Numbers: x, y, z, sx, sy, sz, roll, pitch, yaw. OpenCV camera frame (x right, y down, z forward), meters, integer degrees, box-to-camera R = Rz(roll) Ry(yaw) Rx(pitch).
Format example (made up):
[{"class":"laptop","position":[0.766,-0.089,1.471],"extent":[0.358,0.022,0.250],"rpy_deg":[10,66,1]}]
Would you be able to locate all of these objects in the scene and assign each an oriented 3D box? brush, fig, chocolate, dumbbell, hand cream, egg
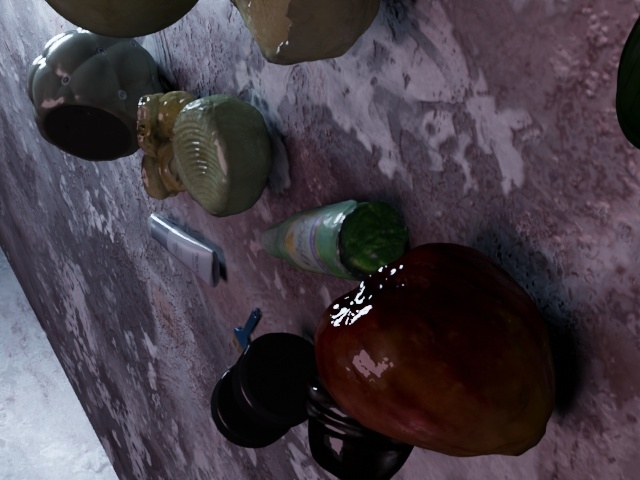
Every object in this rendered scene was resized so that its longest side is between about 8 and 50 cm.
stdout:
[{"class":"brush","position":[-0.137,0.169,1.642],"extent":[0.051,0.014,0.164],"rpy_deg":[58,149,18]},{"class":"fig","position":[0.127,0.117,0.930],"extent":[0.263,0.224,0.224],"rpy_deg":[19,134,10]},{"class":"chocolate","position":[0.000,0.000,1.206],"extent":[0.291,0.110,0.110],"rpy_deg":[1,109,63]},{"class":"dumbbell","position":[-0.090,0.255,1.468],"extent":[0.152,0.153,0.218],"rpy_deg":[63,151,13]},{"class":"hand cream","position":[-0.269,0.013,1.734],"extent":[0.255,0.048,0.079],"rpy_deg":[33,134,47]},{"class":"egg","position":[-0.244,-0.348,1.029],"extent":[0.295,0.218,0.218],"rpy_deg":[13,119,59]}]

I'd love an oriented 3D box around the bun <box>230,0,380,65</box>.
[{"class":"bun","position":[-0.016,-0.323,0.958],"extent":[0.259,0.152,0.259],"rpy_deg":[163,90,-73]}]

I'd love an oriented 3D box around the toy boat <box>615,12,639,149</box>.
[{"class":"toy boat","position":[0.282,-0.146,0.660],"extent":[0.104,0.052,0.210],"rpy_deg":[49,147,29]}]

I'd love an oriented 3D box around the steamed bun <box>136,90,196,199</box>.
[{"class":"steamed bun","position":[-0.238,-0.165,1.486],"extent":[0.192,0.106,0.177],"rpy_deg":[-77,-15,-79]}]

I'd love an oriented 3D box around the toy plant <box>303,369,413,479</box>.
[{"class":"toy plant","position":[0.072,0.194,1.146],"extent":[0.218,0.175,0.235],"rpy_deg":[26,104,60]}]

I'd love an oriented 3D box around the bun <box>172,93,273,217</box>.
[{"class":"bun","position":[-0.144,-0.132,1.347],"extent":[0.195,0.118,0.195],"rpy_deg":[28,127,45]}]

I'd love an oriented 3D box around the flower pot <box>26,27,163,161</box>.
[{"class":"flower pot","position":[-0.410,-0.272,1.601],"extent":[0.246,0.246,0.195],"rpy_deg":[121,155,-56]}]
